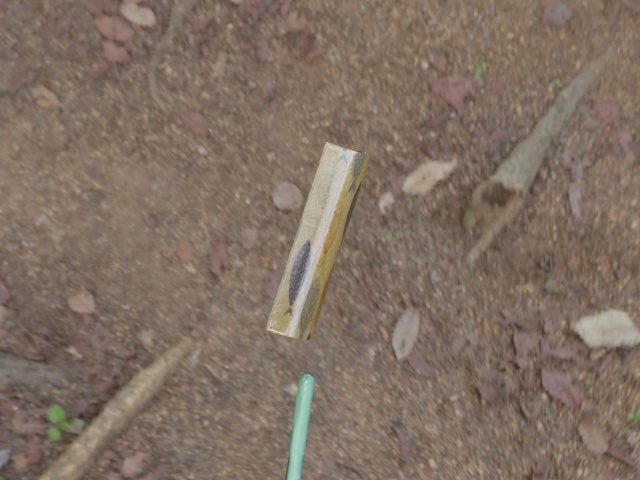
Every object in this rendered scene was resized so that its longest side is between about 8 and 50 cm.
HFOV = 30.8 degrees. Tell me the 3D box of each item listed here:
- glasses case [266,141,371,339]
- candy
[{"bbox_3d":[0.000,0.000,1.013,0.041,0.064,0.170,18,96,6],"label":"glasses case"},{"bbox_3d":[-0.017,0.158,0.643,0.060,0.060,0.201,13,117,15],"label":"candy"}]
